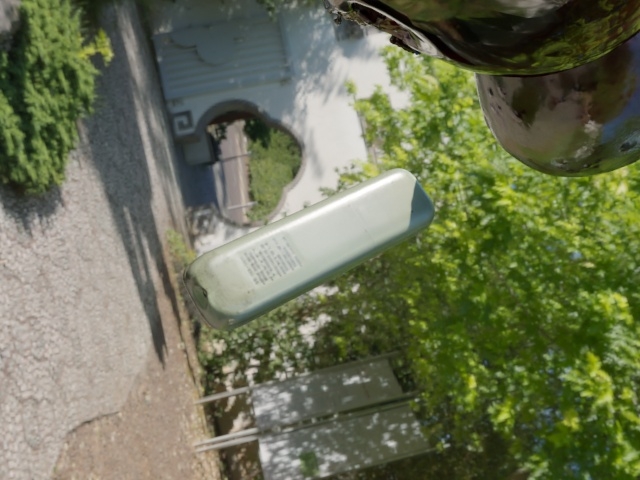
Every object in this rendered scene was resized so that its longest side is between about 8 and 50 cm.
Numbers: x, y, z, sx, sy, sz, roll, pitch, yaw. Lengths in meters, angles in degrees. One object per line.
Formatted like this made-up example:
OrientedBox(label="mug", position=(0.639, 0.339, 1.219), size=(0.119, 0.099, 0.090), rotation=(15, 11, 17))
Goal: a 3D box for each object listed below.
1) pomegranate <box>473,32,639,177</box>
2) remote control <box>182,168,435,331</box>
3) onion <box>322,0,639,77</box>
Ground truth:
OrientedBox(label="pomegranate", position=(0.288, -0.215, 0.762), size=(0.323, 0.291, 0.290), rotation=(7, -67, 52))
OrientedBox(label="remote control", position=(-0.001, 0.000, 0.713), size=(0.090, 0.309, 0.038), rotation=(56, -28, 14))
OrientedBox(label="onion", position=(0.106, -0.228, 0.342), size=(0.273, 0.285, 0.273), rotation=(41, 28, -27))
